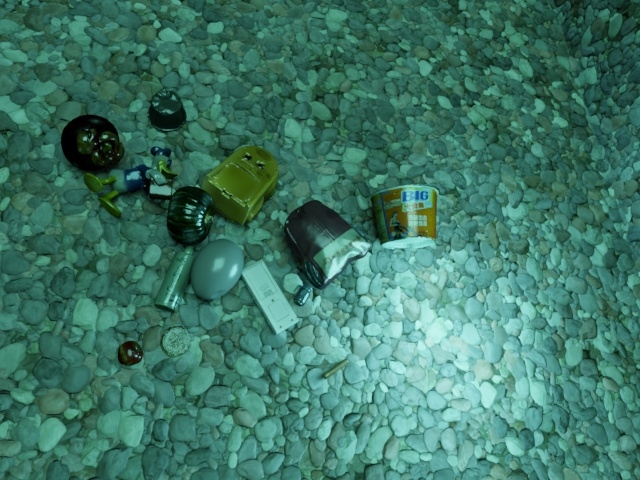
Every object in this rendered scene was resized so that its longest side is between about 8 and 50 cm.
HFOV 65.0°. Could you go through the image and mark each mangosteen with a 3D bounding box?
[{"bbox_3d":[-0.828,-0.352,1.853,0.249,0.211,0.211,23,60,32],"label":"mangosteen"}]

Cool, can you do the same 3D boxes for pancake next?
[{"bbox_3d":[-0.516,0.358,1.790,0.114,0.011,0.115,5,68,-14],"label":"pancake"}]

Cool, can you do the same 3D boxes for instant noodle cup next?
[{"bbox_3d":[0.355,-0.088,2.068,0.296,0.296,0.214,1,77,-15],"label":"instant noodle cup"}]

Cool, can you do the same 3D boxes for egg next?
[{"bbox_3d":[-0.380,0.107,1.834,0.176,0.176,0.232,29,67,-4],"label":"egg"}]

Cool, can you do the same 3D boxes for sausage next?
[{"bbox_3d":[0.057,0.485,1.895,0.116,0.026,0.026,-29,80,-23],"label":"sausage"}]

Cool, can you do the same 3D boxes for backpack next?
[{"bbox_3d":[0.000,0.000,1.974,0.283,0.197,0.317,-37,78,-23],"label":"backpack"}]

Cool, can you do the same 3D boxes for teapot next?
[{"bbox_3d":[-0.073,0.213,1.956,0.049,0.063,0.083,50,58,-29],"label":"teapot"}]

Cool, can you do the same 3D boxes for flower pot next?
[{"bbox_3d":[-0.626,-0.539,2.052,0.157,0.107,0.158,6,68,-15],"label":"flower pot"}]

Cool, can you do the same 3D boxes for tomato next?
[{"bbox_3d":[-0.649,0.385,1.706,0.075,0.087,0.087,-27,77,6],"label":"tomato"}]

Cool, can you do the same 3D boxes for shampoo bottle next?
[{"bbox_3d":[-0.520,0.128,1.837,0.085,0.085,0.263,20,65,-8],"label":"shampoo bottle"}]

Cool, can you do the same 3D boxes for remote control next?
[{"bbox_3d":[-0.198,0.215,1.911,0.102,0.055,0.277,-28,80,-23],"label":"remote control"}]

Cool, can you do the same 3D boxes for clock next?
[{"bbox_3d":[-0.298,-0.237,1.994,0.244,0.200,0.317,38,56,-2],"label":"clock"}]

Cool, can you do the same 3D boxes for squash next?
[{"bbox_3d":[-0.478,-0.091,1.849,0.172,0.218,0.218,13,67,-18],"label":"squash"}]

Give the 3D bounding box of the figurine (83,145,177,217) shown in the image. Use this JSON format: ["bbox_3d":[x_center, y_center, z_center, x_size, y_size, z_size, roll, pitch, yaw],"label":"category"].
[{"bbox_3d":[-0.657,-0.251,1.892,0.283,0.205,0.338,16,50,18],"label":"figurine"}]
